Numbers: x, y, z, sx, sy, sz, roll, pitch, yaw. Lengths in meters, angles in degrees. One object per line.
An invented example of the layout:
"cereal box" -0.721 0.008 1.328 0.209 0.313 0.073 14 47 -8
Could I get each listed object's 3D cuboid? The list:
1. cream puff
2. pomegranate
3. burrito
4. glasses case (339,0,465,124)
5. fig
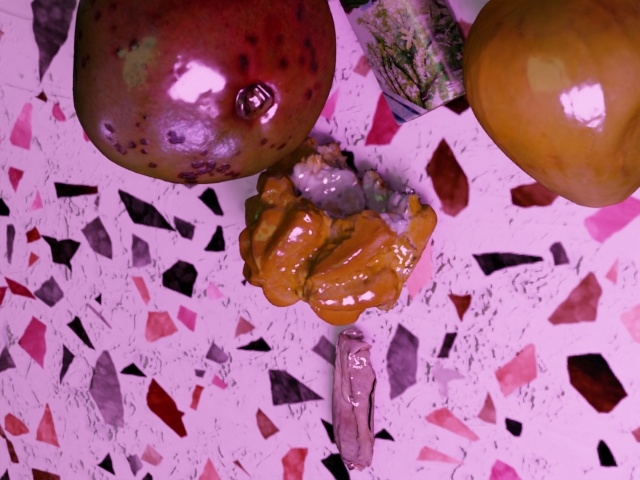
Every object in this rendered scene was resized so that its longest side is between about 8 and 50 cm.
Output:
"cream puff" -0.001 0.005 1.341 0.221 0.194 0.195 29 119 26
"pomegranate" -0.152 -0.194 1.317 0.323 0.290 0.291 10 111 43
"burrito" 0.041 0.195 1.452 0.058 0.045 0.188 31 126 51
"glasses case" 0.063 -0.261 1.265 0.095 0.062 0.272 -24 93 44
"fig" 0.246 -0.143 1.117 0.230 0.207 0.207 43 127 -14
